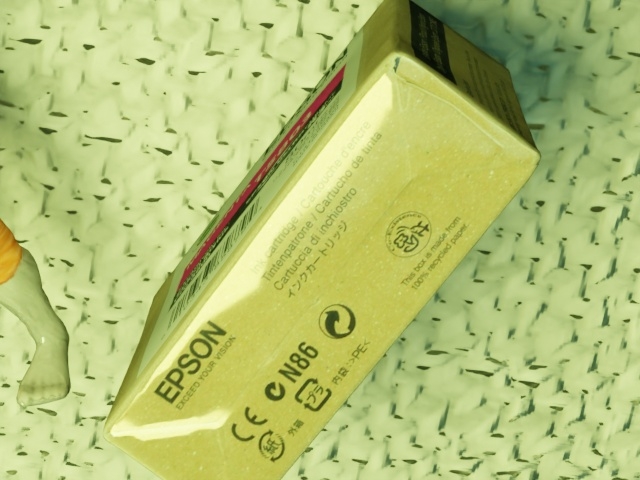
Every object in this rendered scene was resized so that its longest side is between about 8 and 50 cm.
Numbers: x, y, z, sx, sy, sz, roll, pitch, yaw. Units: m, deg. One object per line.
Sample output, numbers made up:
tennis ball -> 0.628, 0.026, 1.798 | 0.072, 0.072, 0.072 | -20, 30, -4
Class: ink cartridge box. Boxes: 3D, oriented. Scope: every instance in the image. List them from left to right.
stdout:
ink cartridge box -> 0.000, 0.000, 0.783 | 0.088, 0.193, 0.234 | 35, 105, -10

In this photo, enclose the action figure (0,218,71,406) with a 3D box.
action figure -> -0.279, -0.081, 0.804 | 0.341, 0.178, 0.330 | 1, 104, 28
